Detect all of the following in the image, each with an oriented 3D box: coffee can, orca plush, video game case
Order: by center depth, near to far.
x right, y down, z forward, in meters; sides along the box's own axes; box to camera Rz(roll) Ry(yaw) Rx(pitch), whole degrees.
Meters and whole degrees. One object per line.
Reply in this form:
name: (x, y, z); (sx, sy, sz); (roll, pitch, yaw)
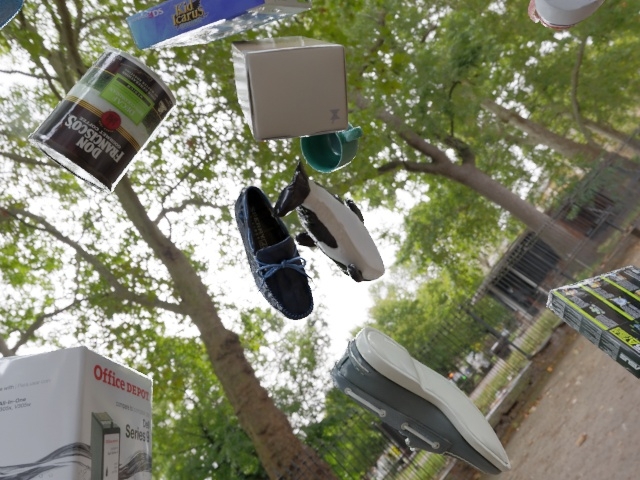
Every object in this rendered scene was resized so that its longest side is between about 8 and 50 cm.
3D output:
orca plush: (0.000, 0.000, 0.707); (0.102, 0.151, 0.287); (-19, -22, 23)
video game case: (-0.179, -0.432, 0.864); (0.244, 0.269, 0.061); (-53, -49, -60)
coffee can: (-0.506, -0.280, 1.077); (0.275, 0.201, 0.201); (-60, -22, -16)

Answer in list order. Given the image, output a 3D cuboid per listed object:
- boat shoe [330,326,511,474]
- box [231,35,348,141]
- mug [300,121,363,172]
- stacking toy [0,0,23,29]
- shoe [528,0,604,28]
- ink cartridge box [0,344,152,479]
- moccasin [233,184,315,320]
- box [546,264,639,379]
boat shoe: (0.152, 0.260, 0.691); (0.099, 0.319, 0.116); (-47, 11, 17)
box: (-0.063, -0.267, 0.761); (0.148, 0.311, 0.121); (-10, -62, -11)
mug: (0.040, -0.239, 1.130); (0.097, 0.158, 0.129); (-32, -43, -44)
stacking toy: (-0.394, -0.179, 0.378); (0.175, 0.302, 0.165); (46, -118, -30)
shoe: (0.246, -0.245, 0.458); (0.081, 0.063, 0.178); (84, -152, -56)
ink cartridge box: (-0.289, 0.291, 0.527); (0.122, 0.289, 0.211); (-10, -27, -2)
moccasin: (-0.119, 0.031, 1.062); (0.138, 0.342, 0.117); (-28, -8, -22)
box: (0.510, 0.122, 0.734); (0.184, 0.190, 0.045); (-16, -59, -12)
